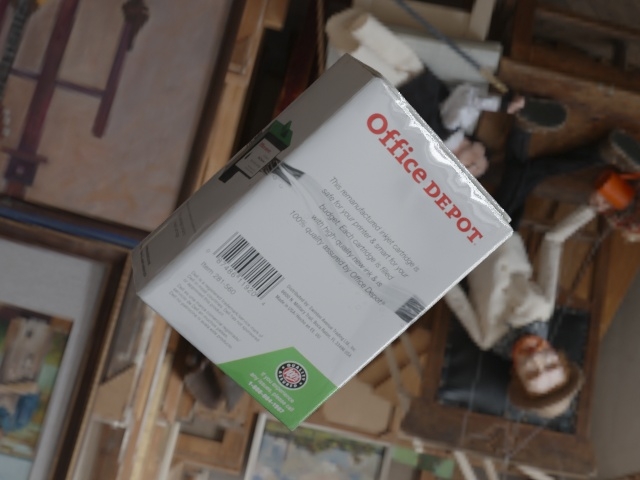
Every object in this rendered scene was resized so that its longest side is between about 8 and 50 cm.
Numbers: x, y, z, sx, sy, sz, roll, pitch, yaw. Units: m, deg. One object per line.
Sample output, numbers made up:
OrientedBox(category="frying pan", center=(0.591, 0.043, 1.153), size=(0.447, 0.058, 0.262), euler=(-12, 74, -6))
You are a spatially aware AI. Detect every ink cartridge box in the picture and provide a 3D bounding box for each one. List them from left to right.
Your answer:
OrientedBox(category="ink cartridge box", center=(0.000, 0.000, 0.766), size=(0.160, 0.219, 0.092), euler=(46, -175, -24))
